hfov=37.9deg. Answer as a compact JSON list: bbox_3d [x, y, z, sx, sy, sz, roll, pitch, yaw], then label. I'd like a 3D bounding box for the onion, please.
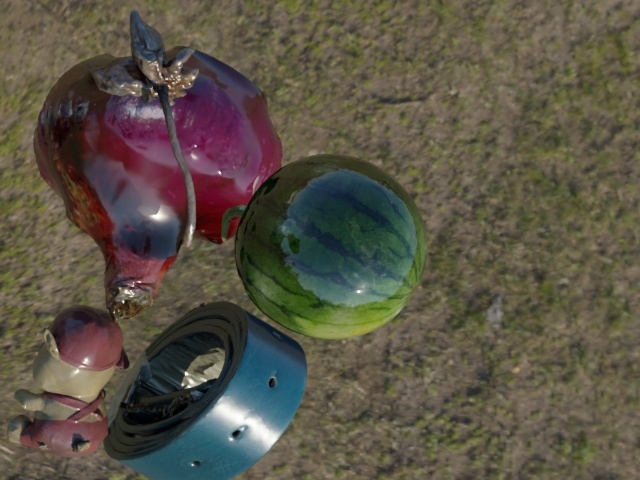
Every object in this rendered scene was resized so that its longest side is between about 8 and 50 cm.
[{"bbox_3d":[-0.277,-0.080,1.479,0.398,0.398,0.420,28,59,-24],"label":"onion"}]

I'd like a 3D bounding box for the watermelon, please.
[{"bbox_3d":[0.000,0.000,0.940,0.215,0.188,0.188,28,64,11],"label":"watermelon"}]

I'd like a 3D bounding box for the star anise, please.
[{"bbox_3d":[-0.216,-0.138,1.178,0.148,0.218,0.227,-13,51,6],"label":"star anise"}]

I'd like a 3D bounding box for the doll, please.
[{"bbox_3d":[-0.413,0.229,1.560,0.152,0.196,0.255,15,98,4],"label":"doll"}]

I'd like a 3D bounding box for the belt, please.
[{"bbox_3d":[-0.211,0.275,1.648,0.173,0.437,0.300,40,49,-28],"label":"belt"}]
